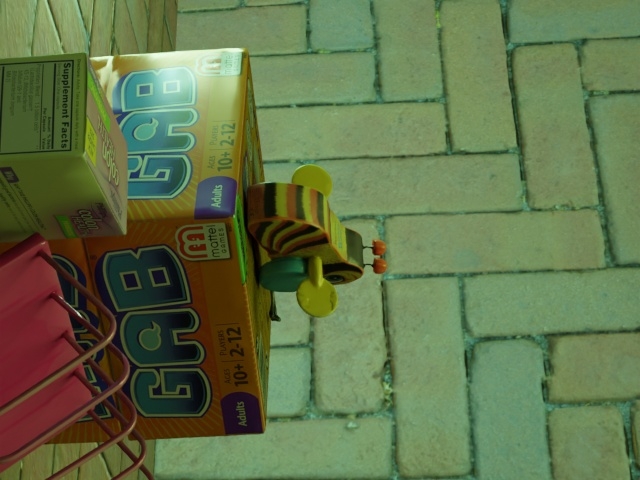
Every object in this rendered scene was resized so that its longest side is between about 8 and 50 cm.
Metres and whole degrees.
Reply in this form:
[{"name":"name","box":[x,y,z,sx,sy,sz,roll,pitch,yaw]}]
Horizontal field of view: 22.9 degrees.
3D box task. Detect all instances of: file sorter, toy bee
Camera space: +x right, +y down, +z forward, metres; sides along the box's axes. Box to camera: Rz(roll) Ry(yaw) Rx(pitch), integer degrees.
[{"name":"file sorter","box":[-0.308,0.187,1.697,0.182,0.202,0.290,38,-30,34]},{"name":"toy bee","box":[0.000,0.000,1.986,0.298,0.162,0.195,47,38,-85]}]

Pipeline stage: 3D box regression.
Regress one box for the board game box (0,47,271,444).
[{"name":"board game box","box":[-0.255,0.007,2.020,0.356,0.356,0.356,-89,175,-51]}]

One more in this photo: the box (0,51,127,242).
[{"name":"box","box":[-0.339,-0.089,1.641,0.213,0.243,0.117,77,10,-68]}]
